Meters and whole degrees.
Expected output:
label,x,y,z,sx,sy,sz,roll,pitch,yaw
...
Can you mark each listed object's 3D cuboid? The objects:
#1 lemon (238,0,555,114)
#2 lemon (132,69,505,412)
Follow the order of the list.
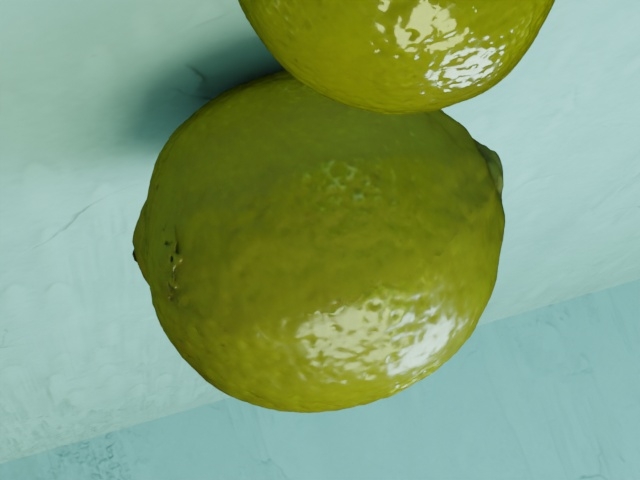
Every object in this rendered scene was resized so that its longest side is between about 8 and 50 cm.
label,x,y,z,sx,sy,sz,roll,pitch,yaw
lemon,0.040,-0.154,0.671,0.178,0.178,0.203,-17,167,-4
lemon,-0.002,0.000,0.991,0.293,0.293,0.293,-17,165,-5
